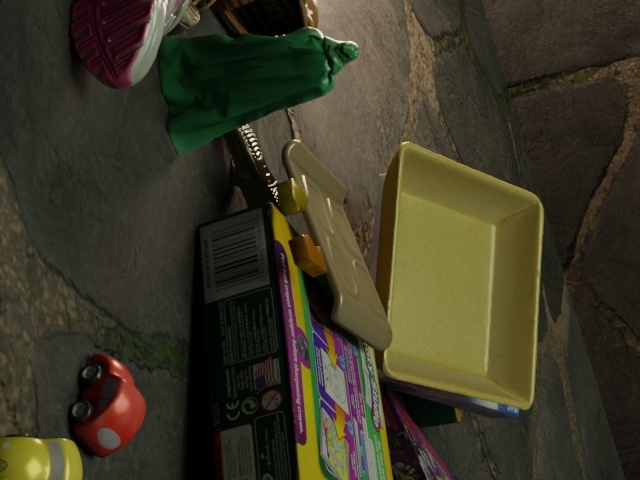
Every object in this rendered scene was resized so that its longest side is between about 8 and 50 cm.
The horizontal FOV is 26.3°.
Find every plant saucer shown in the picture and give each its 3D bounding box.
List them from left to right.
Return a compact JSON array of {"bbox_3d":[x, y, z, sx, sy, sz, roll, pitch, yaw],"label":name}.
[{"bbox_3d":[0.188,0.061,1.985,0.333,0.081,0.332,18,71,-41],"label":"plant saucer"}]

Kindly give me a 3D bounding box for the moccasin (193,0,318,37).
[{"bbox_3d":[-0.100,-0.338,1.707,0.380,0.139,0.147,63,14,-57],"label":"moccasin"}]

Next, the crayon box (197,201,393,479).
[{"bbox_3d":[-0.020,0.190,1.586,0.313,0.106,0.363,52,25,-52],"label":"crayon box"}]

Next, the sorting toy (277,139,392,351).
[{"bbox_3d":[0.000,0.000,1.617,0.307,0.041,0.229,40,31,-65],"label":"sorting toy"}]

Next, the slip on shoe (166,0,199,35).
[{"bbox_3d":[-0.186,-0.298,1.569,0.135,0.041,0.051,62,25,5],"label":"slip on shoe"}]

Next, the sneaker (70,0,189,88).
[{"bbox_3d":[-0.187,-0.251,1.445,0.111,0.103,0.252,52,33,-47],"label":"sneaker"}]

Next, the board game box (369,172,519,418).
[{"bbox_3d":[0.199,0.089,2.098,0.318,0.066,0.318,20,70,-42],"label":"board game box"}]

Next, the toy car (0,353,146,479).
[{"bbox_3d":[-0.191,0.235,1.222,0.239,0.053,0.225,-45,120,-66],"label":"toy car"}]

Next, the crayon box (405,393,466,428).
[{"bbox_3d":[0.174,0.118,2.226,0.203,0.083,0.322,-32,109,-68],"label":"crayon box"}]

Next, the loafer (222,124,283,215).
[{"bbox_3d":[-0.093,-0.088,1.684,0.148,0.050,0.056,63,16,5],"label":"loafer"}]

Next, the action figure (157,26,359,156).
[{"bbox_3d":[-0.066,-0.186,1.542,0.063,0.232,0.137,-20,98,-70],"label":"action figure"}]

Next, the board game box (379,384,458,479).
[{"bbox_3d":[0.175,0.381,2.033,0.347,0.056,0.208,54,5,-48],"label":"board game box"}]
